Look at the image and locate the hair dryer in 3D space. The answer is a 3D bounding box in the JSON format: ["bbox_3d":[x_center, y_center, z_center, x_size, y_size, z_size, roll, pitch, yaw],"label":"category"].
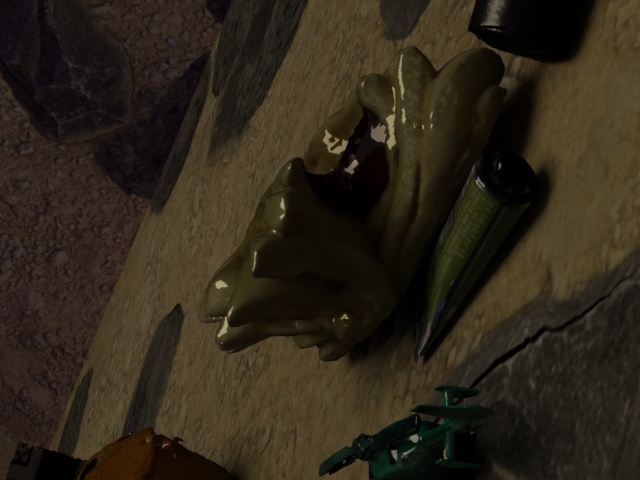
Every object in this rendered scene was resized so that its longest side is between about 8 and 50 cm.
[{"bbox_3d":[0.213,-0.242,0.921,0.251,0.089,0.197,22,94,68],"label":"hair dryer"}]

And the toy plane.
[{"bbox_3d":[0.074,0.157,0.922,0.235,0.096,0.060,131,151,-60],"label":"toy plane"}]

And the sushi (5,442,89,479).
[{"bbox_3d":[-0.332,0.474,1.754,0.100,0.373,0.296,10,75,30],"label":"sushi"}]

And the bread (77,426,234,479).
[{"bbox_3d":[-0.238,0.426,1.531,0.337,0.204,0.358,133,154,-63],"label":"bread"}]

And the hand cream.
[{"bbox_3d":[0.122,0.008,1.029,0.235,0.055,0.086,113,170,-48],"label":"hand cream"}]

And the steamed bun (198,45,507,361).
[{"bbox_3d":[0.000,0.000,1.141,0.428,0.189,0.247,124,157,-57],"label":"steamed bun"}]
